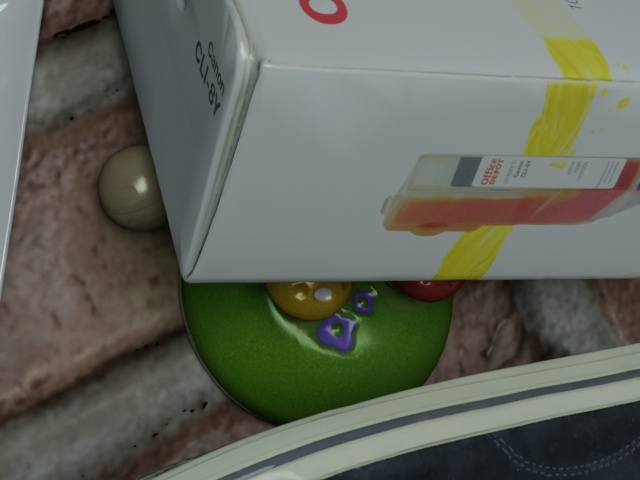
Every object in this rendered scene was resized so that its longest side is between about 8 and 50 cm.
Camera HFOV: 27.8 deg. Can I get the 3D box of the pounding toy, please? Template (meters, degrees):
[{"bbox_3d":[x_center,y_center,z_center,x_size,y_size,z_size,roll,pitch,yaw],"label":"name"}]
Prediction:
[{"bbox_3d":[0.000,0.000,0.780,0.183,0.110,0.237,-41,95,-26],"label":"pounding toy"}]

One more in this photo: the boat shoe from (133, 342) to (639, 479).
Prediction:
[{"bbox_3d":[0.041,0.171,0.720,0.500,0.187,0.156,-8,75,-29],"label":"boat shoe"}]

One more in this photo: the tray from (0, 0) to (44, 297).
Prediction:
[{"bbox_3d":[-0.246,-0.036,0.730,0.145,0.030,0.271,11,73,-21],"label":"tray"}]

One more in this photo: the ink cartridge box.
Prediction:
[{"bbox_3d":[0.087,-0.125,0.761,0.384,0.160,0.279,0,46,-23],"label":"ink cartridge box"}]
